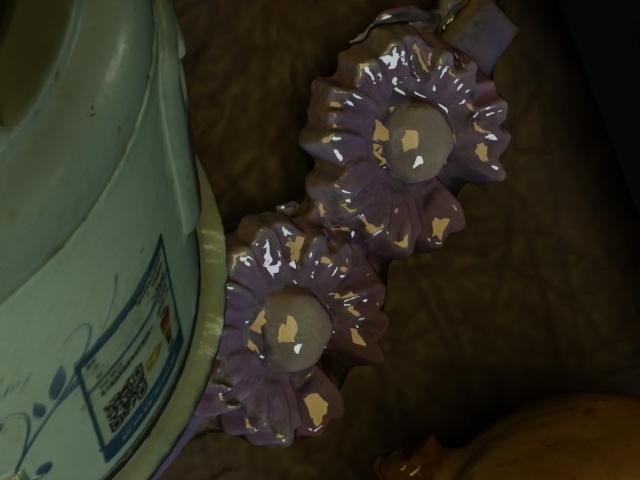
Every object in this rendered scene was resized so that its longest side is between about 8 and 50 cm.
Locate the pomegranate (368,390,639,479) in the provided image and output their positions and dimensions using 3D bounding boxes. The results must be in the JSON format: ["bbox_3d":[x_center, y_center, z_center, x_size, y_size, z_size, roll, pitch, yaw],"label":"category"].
[{"bbox_3d":[0.103,0.146,0.742,0.196,0.196,0.196,-1,94,-9],"label":"pomegranate"}]

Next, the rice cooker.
[{"bbox_3d":[-0.169,-0.014,0.628,0.264,0.316,0.317,-19,96,-9],"label":"rice cooker"}]

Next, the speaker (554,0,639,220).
[{"bbox_3d":[0.188,-0.012,0.724,0.184,0.180,0.388,-27,97,-20],"label":"speaker"}]

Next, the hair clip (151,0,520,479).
[{"bbox_3d":[0.000,0.000,0.766,0.106,0.084,0.292,42,82,-27],"label":"hair clip"}]
